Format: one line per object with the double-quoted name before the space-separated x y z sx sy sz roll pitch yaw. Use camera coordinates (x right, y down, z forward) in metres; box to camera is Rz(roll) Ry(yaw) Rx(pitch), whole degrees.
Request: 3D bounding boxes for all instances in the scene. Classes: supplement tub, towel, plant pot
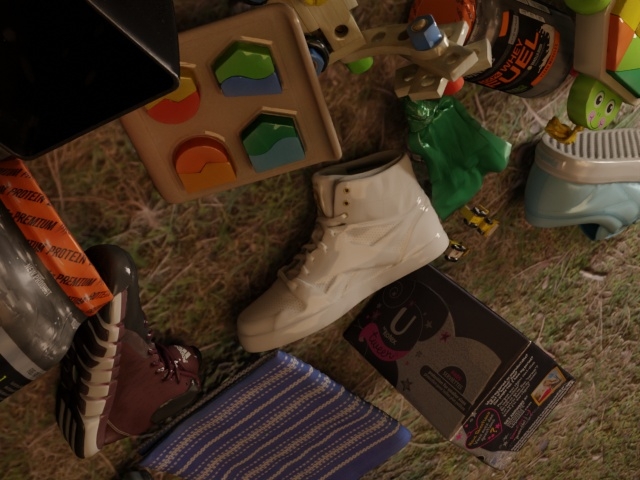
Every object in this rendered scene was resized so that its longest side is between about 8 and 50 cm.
"supplement tub" -0.371 0.079 0.780 0.338 0.207 0.207 -34 131 -13
"supplement tub" 0.202 -0.240 1.038 0.190 0.117 0.117 6 113 -37
"towel" -0.047 0.277 1.182 0.243 0.040 0.336 -38 136 14
"plant pot" -0.230 -0.205 0.705 0.187 0.167 0.188 -19 141 29

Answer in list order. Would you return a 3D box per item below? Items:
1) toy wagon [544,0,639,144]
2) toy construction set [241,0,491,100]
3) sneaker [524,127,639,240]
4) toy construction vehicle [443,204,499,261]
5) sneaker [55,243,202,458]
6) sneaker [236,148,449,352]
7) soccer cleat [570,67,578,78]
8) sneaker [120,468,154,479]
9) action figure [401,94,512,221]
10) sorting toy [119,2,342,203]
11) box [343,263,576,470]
"toy wagon" 0.380 -0.263 1.039 0.267 0.068 0.344 17 101 -48
"toy construction set" 0.027 -0.270 0.858 0.215 0.151 0.327 -28 117 11
"sneaker" 0.444 -0.076 1.306 0.366 0.135 0.150 1 124 -25
"toy construction vehicle" 0.200 -0.013 1.212 0.086 0.035 0.098 -54 152 18
"sneaker" -0.202 0.114 0.999 0.163 0.106 0.281 -9 132 -36
"sneaker" 0.000 0.000 1.070 0.293 0.108 0.169 -31 116 -11
"soccer cleat" 0.395 -0.321 1.149 0.095 0.083 0.248 -6 122 -26
"sneaker" -0.289 0.399 1.099 0.125 0.104 0.261 19 105 -38
"action figure" 0.152 -0.119 1.083 0.137 0.063 0.232 -52 149 0
"sorting toy" -0.099 -0.125 0.884 0.208 0.038 0.193 -13 133 9
"box" 0.176 0.155 1.169 0.163 0.247 0.142 -51 131 2
